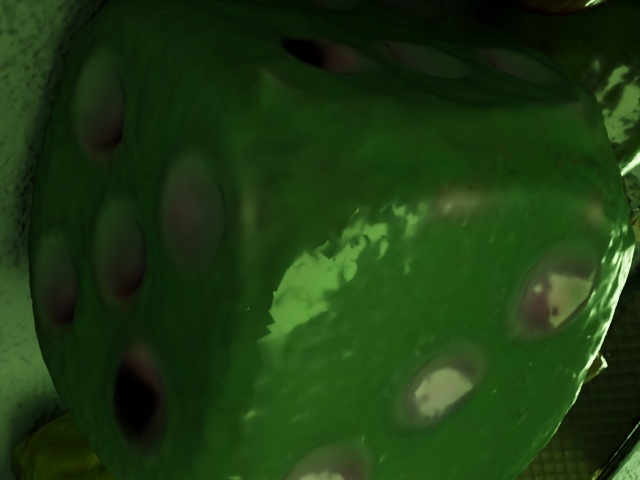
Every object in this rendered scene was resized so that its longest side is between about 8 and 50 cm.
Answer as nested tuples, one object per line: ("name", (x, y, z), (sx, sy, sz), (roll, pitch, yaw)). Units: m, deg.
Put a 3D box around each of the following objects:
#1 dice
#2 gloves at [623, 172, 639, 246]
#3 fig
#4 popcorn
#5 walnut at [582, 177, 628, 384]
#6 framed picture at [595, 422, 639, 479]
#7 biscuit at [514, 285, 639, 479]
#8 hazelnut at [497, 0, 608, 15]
("dice", (0.000, 0.000, 1.025), (0.322, 0.318, 0.330), (-1, 122, -37))
("gloves", (0.246, -0.009, 1.430), (0.153, 0.070, 0.114), (-26, 148, -7))
("fig", (0.217, -0.144, 1.213), (0.195, 0.195, 0.245), (-62, 171, 25))
("popcorn", (-0.172, 0.255, 1.245), (0.200, 0.203, 0.226), (2, 135, -32))
("walnut", (0.172, 0.022, 1.302), (0.204, 0.141, 0.238), (8, 86, -1))
("framed picture", (0.428, 0.126, 1.634), (0.347, 0.016, 0.265), (-56, 165, 16))
("biscuit", (0.329, 0.169, 1.647), (0.379, 0.094, 0.054), (-58, 164, 23))
("hazelnut", (0.151, -0.279, 0.986), (0.217, 0.217, 0.251), (-41, 136, 1))
